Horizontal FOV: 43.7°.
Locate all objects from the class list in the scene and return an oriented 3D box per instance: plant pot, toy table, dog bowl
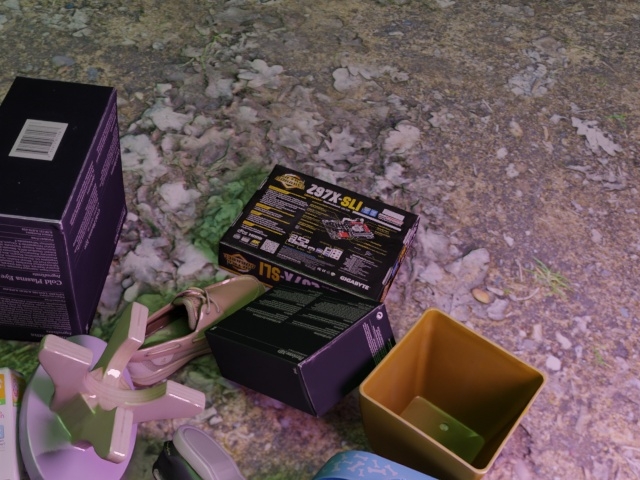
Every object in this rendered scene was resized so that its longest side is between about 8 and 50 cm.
[{"bbox_3d":[0.189,0.273,1.238,0.212,0.187,0.212,31,51,21],"label":"plant pot"},{"bbox_3d":[-0.312,0.222,1.141,0.252,0.161,0.274,20,41,-39],"label":"toy table"},{"bbox_3d":[0.118,0.398,1.135,0.297,0.165,0.074,20,35,11],"label":"dog bowl"}]

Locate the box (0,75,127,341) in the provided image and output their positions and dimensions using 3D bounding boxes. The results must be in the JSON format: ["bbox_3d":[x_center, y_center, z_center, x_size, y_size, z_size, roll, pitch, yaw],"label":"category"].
[{"bbox_3d":[-0.464,-0.050,1.369,0.179,0.312,0.343,6,46,-2],"label":"box"}]

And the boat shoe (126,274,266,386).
[{"bbox_3d":[-0.214,0.135,1.374,0.302,0.098,0.109,-30,57,-31],"label":"boat shoe"}]

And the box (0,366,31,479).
[{"bbox_3d":[-0.478,0.291,1.128,0.114,0.103,0.203,-7,75,-9],"label":"box"}]

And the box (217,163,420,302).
[{"bbox_3d":[0.000,0.000,1.549,0.322,0.079,0.257,20,46,11],"label":"box"}]

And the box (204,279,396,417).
[{"bbox_3d":[-0.035,0.164,1.288,0.184,0.103,0.261,-30,24,-33],"label":"box"}]

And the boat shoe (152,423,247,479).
[{"bbox_3d":[-0.127,0.400,1.145,0.302,0.091,0.114,43,12,30],"label":"boat shoe"}]
